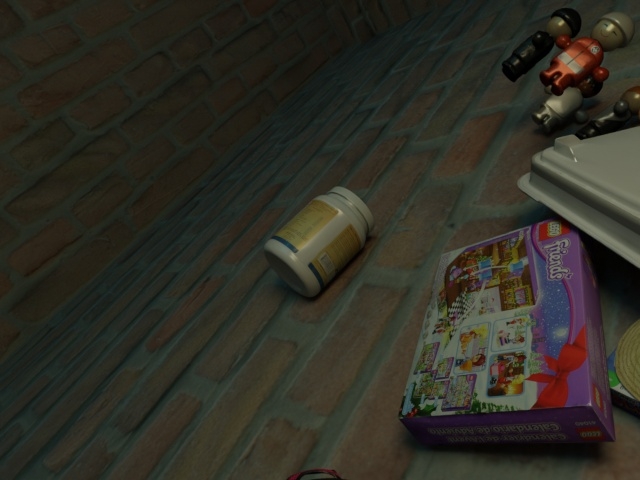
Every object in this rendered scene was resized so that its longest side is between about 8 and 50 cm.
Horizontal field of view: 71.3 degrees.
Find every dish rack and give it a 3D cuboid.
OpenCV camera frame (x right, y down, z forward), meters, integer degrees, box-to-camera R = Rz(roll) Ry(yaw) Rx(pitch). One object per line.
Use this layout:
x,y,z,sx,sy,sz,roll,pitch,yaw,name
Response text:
0.435,-0.077,0.526,0.285,0.073,0.333,-13,29,-2,dish rack

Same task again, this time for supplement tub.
0.000,0.000,0.901,0.199,0.144,0.144,-44,28,-19,supplement tub

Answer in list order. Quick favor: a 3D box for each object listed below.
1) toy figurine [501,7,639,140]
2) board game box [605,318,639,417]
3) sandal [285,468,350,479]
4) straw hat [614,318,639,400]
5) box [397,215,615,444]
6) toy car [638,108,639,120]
0.455,-0.287,0.786,0.148,0.209,0.213,-41,24,13,toy figurine
0.374,0.128,0.386,0.136,0.035,0.201,-41,27,-14,board game box
-0.012,0.294,0.522,0.179,0.067,0.040,-21,18,30,sandal
0.335,0.085,0.394,0.144,0.061,0.144,-28,26,15,straw hat
0.223,0.098,0.542,0.200,0.057,0.293,-23,25,40,box
0.566,-0.264,0.639,0.238,0.210,0.219,-36,16,10,toy car
